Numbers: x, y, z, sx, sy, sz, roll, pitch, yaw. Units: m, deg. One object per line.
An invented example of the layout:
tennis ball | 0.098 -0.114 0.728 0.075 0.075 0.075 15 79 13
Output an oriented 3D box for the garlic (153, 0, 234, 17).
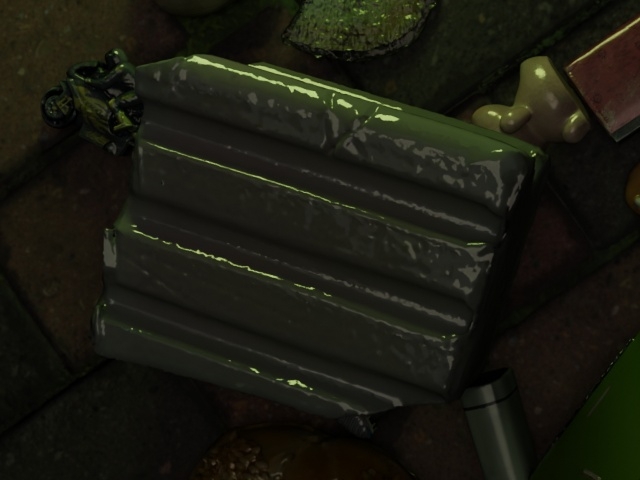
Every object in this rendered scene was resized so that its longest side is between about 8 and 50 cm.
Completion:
garlic | -0.132 -0.352 1.606 0.198 0.090 0.128 -32 74 10

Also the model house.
model house | 0.401 0.248 1.480 0.294 0.207 0.154 -49 129 -12

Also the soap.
soap | 0.000 0.000 1.467 0.435 0.213 0.350 16 99 15

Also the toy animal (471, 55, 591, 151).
toy animal | 0.211 -0.115 1.552 0.212 0.124 0.124 -39 86 12

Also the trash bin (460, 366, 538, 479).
trash bin | 0.211 0.223 1.546 0.059 0.116 0.130 -16 89 18

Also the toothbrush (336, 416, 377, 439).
toothbrush | -0.066 0.079 1.622 0.035 0.042 0.413 -40 84 14

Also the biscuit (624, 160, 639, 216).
biscuit | 0.547 -0.043 1.541 0.340 0.047 0.216 35 95 6

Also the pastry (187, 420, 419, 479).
pastry | -0.024 0.349 1.555 0.311 0.162 0.255 9 90 6

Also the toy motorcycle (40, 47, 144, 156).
toy motorcycle | -0.253 -0.173 1.630 0.193 0.061 0.124 22 100 14

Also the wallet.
wallet | 0.414 -0.224 1.558 0.232 0.025 0.119 -35 72 5

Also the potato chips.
potato chips | 0.040 -0.329 1.614 0.202 0.029 0.220 -10 92 6
